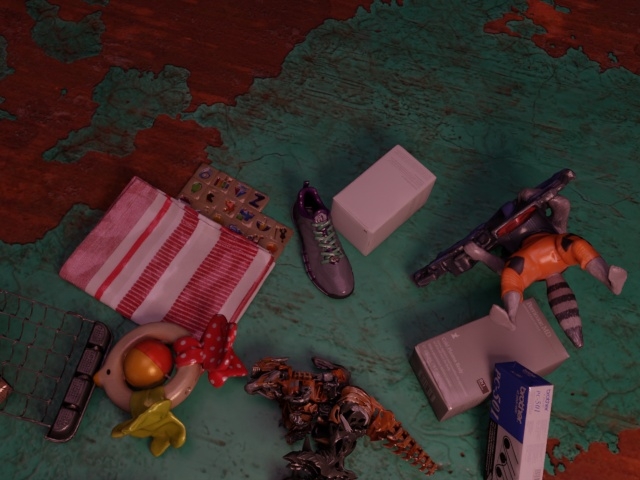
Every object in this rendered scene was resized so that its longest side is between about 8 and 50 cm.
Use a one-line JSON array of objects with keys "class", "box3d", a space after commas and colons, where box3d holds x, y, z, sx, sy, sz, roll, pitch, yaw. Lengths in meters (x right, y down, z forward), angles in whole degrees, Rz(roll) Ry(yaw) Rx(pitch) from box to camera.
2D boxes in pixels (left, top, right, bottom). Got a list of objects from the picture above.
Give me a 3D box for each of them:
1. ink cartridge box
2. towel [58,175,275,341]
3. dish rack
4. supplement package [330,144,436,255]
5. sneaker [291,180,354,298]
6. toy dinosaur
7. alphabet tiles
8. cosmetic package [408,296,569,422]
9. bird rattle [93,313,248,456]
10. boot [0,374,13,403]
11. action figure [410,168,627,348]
[{"class": "ink cartridge box", "box3d": [0.308, 0.306, 1.024, 0.046, 0.097, 0.207, -1, 102, -17]}, {"class": "towel", "box3d": [-0.278, 0.046, 1.194, 0.329, 0.037, 0.237, 29, 70, 9]}, {"class": "dish rack", "box3d": [-0.496, 0.189, 1.055, 0.271, 0.074, 0.208, 22, 62, -14]}, {"class": "supplement package", "box3d": [0.117, -0.077, 1.249, 0.179, 0.105, 0.105, -40, 74, -21]}, {"class": "sneaker", "box3d": [0.000, 0.000, 1.208, 0.083, 0.098, 0.224, -21, 67, -13]}, {"class": "toy dinosaur", "box3d": [0.024, 0.296, 1.049, 0.321, 0.164, 0.218, 7, 45, 23]}, {"class": "alphabet tiles", "box3d": [-0.181, -0.026, 1.258, 0.237, 0.009, 0.198, 28, 66, 9]}, {"class": "cosmetic package", "box3d": [0.288, 0.206, 1.128, 0.237, 0.107, 0.127, -23, 65, -11]}, {"class": "bird rattle", "box3d": [-0.256, 0.208, 1.063, 0.206, 0.143, 0.254, 26, 70, 24]}, {"class": "boot", "box3d": [-0.626, 0.233, 1.063, 0.197, 0.073, 0.152, 42, 65, 12]}, {"class": "action figure", "box3d": [0.339, 0.049, 1.136, 0.341, 0.330, 0.178, -35, 108, 20]}]
